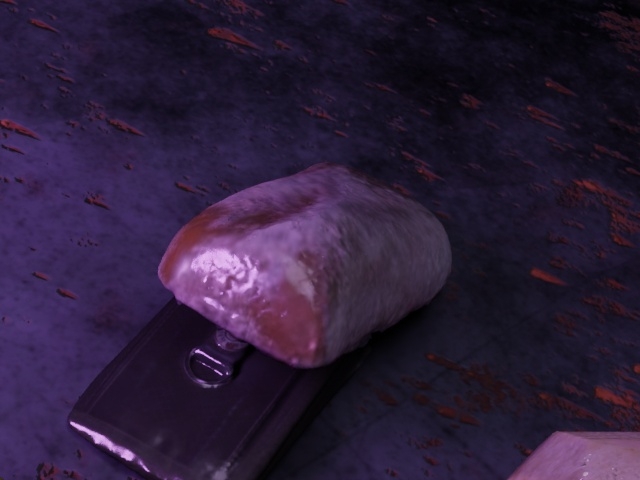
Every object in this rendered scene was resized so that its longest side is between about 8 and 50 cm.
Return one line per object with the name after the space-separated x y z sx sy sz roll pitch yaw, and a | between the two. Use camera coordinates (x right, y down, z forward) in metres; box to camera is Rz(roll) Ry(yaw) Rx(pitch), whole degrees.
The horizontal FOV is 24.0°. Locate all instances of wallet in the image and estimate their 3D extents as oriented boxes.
-0.078 0.111 1.247 0.169 0.052 0.245 29 46 14 | wallet

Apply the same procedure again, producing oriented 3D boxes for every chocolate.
0.000 0.000 1.292 0.185 0.100 0.303 24 23 21 | chocolate

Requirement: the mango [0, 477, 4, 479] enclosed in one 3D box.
-0.244 0.213 1.062 0.091 0.074 0.165 -22 58 -34 | mango

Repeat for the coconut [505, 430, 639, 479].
0.239 0.245 1.116 0.241 0.241 0.241 11 44 -11 | coconut
